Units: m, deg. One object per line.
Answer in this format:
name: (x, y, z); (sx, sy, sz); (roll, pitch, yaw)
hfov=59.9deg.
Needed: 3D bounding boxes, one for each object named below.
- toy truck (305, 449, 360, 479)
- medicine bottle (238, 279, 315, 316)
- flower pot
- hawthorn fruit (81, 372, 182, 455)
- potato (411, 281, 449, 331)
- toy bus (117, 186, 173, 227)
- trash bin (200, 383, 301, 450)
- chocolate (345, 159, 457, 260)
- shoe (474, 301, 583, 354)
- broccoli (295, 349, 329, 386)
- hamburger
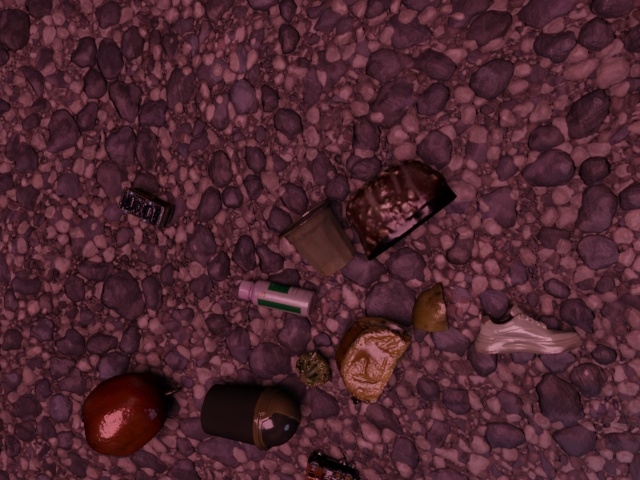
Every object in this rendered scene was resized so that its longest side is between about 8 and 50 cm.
toy truck: (0.043, 0.819, 1.950); (0.191, 0.083, 0.092); (16, 106, 11)
medicine bottle: (-0.151, 0.193, 1.911); (0.259, 0.095, 0.095); (11, 100, 11)
flower pot: (0.000, 0.000, 1.812); (0.212, 0.212, 0.203); (-33, 103, 16)
hawthorn fruit: (-0.675, 0.614, 2.023); (0.368, 0.285, 0.285); (-26, 90, -7)
potato: (0.348, 0.220, 1.798); (0.120, 0.081, 0.149); (-8, 95, 13)
toy bus: (-0.617, -0.117, 1.982); (0.181, 0.103, 0.091); (26, 103, 15)
trash bin: (-0.230, 0.608, 1.926); (0.333, 0.214, 0.215); (3, 98, 17)
chocolate: (0.225, -0.116, 1.719); (0.340, 0.225, 0.210); (-37, 80, 12)
shoe: (0.631, 0.266, 1.718); (0.315, 0.124, 0.160); (-7, 89, 15)
broccoli: (-0.028, 0.443, 1.901); (0.131, 0.120, 0.130); (-20, 100, 40)
hamburger: (0.157, 0.383, 1.839); (0.211, 0.132, 0.309); (29, 103, 9)
